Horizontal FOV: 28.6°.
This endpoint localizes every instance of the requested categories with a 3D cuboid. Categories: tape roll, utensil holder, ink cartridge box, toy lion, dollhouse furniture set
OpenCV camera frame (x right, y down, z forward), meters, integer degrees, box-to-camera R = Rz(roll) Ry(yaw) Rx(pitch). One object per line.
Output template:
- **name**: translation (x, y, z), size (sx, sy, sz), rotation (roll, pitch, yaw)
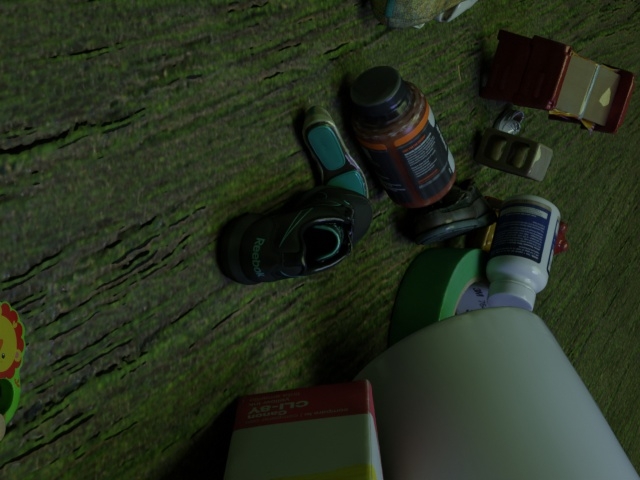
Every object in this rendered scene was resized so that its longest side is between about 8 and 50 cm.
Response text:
- **tape roll**: translation (0.200, 0.170, 1.888), size (0.321, 0.077, 0.321), rotation (-3, 93, -62)
- **utensil holder**: translation (0.224, 0.322, 1.529), size (0.327, 0.327, 0.385), rotation (42, 18, -55)
- **ink cartridge box**: translation (-0.006, 0.349, 1.265), size (0.385, 0.160, 0.279), rotation (-87, 170, -73)
- **toy lion**: translation (-0.273, 0.103, 1.043), size (0.096, 0.034, 0.100), rotation (-56, 139, -57)
- **dollhouse furniture set**: translation (0.353, -0.139, 2.074), size (0.201, 0.152, 0.374), rotation (14, 96, -42)

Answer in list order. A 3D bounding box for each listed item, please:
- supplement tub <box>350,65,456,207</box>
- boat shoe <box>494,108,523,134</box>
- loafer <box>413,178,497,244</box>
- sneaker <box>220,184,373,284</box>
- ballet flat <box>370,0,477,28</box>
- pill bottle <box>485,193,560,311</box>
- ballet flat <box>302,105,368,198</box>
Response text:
- **supplement tub**: translation (0.105, -0.139, 1.662), size (0.198, 0.106, 0.106), rotation (59, 42, -46)
- **boat shoe**: translation (0.322, -0.194, 2.143), size (0.100, 0.035, 0.035), rotation (-50, 134, -50)
- **loafer**: translation (0.190, -0.046, 1.865), size (0.267, 0.096, 0.084), rotation (-9, 79, -68)
- **sneaker**: translation (0.000, 0.000, 1.452), size (0.267, 0.106, 0.101), rotation (-25, 112, -54)
- **ballet flat**: translation (0.164, -0.358, 1.776), size (0.348, 0.123, 0.123), rotation (-29, 117, -59)
- **pill bottle**: translation (0.300, 0.024, 1.886), size (0.094, 0.094, 0.169), rotation (55, 45, -49)
- **ballet flat**: translation (0.020, -0.097, 1.563), size (0.052, 0.057, 0.168), rotation (-100, 172, -51)
